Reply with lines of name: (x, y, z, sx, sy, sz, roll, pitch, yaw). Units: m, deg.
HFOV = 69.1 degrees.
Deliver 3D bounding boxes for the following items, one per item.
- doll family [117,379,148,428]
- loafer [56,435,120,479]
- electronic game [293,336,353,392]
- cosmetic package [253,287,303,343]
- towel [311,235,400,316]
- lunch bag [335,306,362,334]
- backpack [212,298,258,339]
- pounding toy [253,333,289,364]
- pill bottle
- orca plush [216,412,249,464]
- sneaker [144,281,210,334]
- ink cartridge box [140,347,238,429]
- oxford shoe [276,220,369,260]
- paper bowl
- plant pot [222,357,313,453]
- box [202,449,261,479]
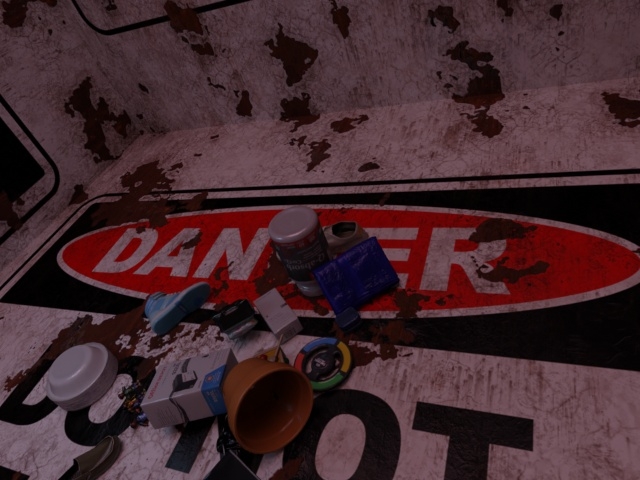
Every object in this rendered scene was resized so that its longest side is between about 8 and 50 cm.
doll family: (-0.719, 0.642, 1.812, 0.111, 0.076, 0.193, -36, 44, -23)
loafer: (-0.832, 0.805, 1.666, 0.094, 0.087, 0.251, 18, 54, 38)
electronic game: (0.009, 0.452, 1.711, 0.229, 0.048, 0.229, -12, 41, 11)
cosmetic package: (-0.178, 0.310, 1.930, 0.117, 0.086, 0.231, -33, 42, -14)
towel: (0.148, 0.147, 1.870, 0.308, 0.228, 0.076, -30, 0, -12)
lunch bag: (0.115, 0.311, 1.808, 0.098, 0.065, 0.067, -33, 43, -4)
backpack: (-0.345, 0.323, 1.933, 0.165, 0.144, 0.188, -33, 4, -9)
pounding toy: (-0.176, 0.453, 1.753, 0.141, 0.100, 0.130, -23, 40, -1)
pill bottle: (-0.064, 0.053, 1.947, 0.210, 0.363, 0.210, -13, 39, 11)
orca plush: (-0.304, 0.682, 1.552, 0.151, 0.102, 0.287, -7, 42, 18)
sneaker: (-0.683, 0.270, 2.174, 0.319, 0.127, 0.208, -38, 43, -20)
ink cartridge box: (-0.470, 0.544, 1.725, 0.307, 0.129, 0.223, -16, 23, 8)
oxford shoe: (0.000, 0.000, 2.166, 0.449, 0.130, 0.169, -12, 42, 14)
paper bowl: (-1.030, 0.563, 1.986, 0.284, 0.148, 0.284, -12, 39, 10)
plant pot: (-0.198, 0.526, 1.560, 0.291, 0.291, 0.203, -41, 30, -21)
box: (-0.248, 0.803, 1.227, 0.178, 0.313, 0.343, 23, 57, 40)
